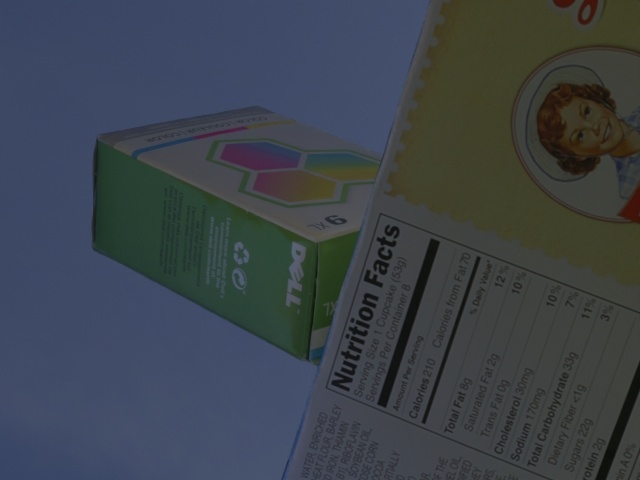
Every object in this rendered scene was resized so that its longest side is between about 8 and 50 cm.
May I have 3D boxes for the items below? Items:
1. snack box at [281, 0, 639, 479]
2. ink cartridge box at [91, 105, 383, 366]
[{"bbox_3d":[0.118,-0.035,0.429,0.187,0.060,0.322,21,-70,11],"label":"snack box"},{"bbox_3d":[0.000,0.000,0.810,0.109,0.209,0.062,-15,-60,-42],"label":"ink cartridge box"}]
